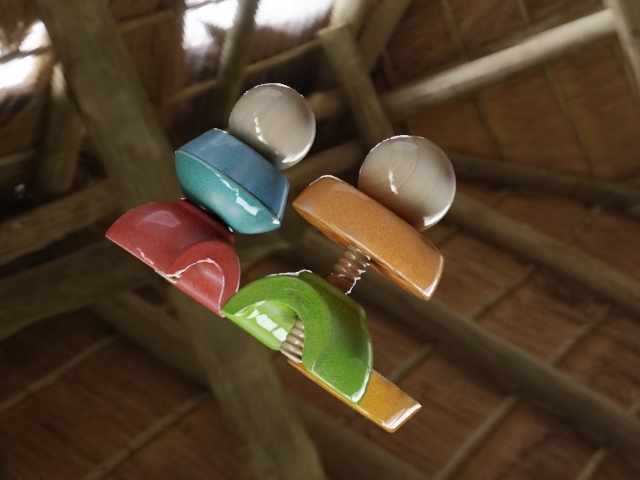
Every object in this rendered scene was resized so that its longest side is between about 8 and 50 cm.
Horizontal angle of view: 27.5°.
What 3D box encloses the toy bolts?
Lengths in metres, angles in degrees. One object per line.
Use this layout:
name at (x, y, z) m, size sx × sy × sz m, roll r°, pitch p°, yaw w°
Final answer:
toy bolts at (0.000, 0.000, 0.877) m, size 0.158 × 0.228 × 0.218 m, roll -55°, pitch -31°, yaw -6°
